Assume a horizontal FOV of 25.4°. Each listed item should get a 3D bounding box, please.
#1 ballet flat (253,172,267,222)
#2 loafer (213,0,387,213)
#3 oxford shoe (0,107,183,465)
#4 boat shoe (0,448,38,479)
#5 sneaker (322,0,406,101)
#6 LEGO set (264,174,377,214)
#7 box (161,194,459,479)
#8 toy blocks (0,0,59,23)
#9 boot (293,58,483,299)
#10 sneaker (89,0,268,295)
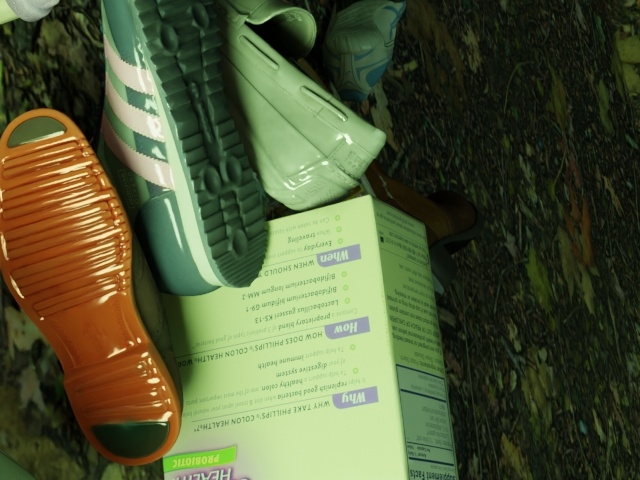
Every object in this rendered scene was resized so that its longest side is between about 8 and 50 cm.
[{"bbox_3d":[-0.098,-0.079,1.251,0.221,0.077,0.079,55,54,-33],"label":"ballet flat"},{"bbox_3d":[-0.054,-0.163,1.215,0.319,0.111,0.112,55,14,23],"label":"loafer"},{"bbox_3d":[-0.170,0.029,1.057,0.098,0.097,0.271,-81,158,-74],"label":"oxford shoe"},{"bbox_3d":[-0.234,0.157,0.839,0.114,0.091,0.302,37,-9,47],"label":"boat shoe"},{"bbox_3d":[0.050,-0.237,1.664,0.237,0.085,0.086,-67,163,-58],"label":"sneaker"},{"bbox_3d":[0.000,0.000,1.351,0.107,0.132,0.287,33,50,-62],"label":"LEGO set"},{"bbox_3d":[-0.016,0.110,1.167,0.117,0.214,0.243,25,55,-60],"label":"box"},{"bbox_3d":[-0.190,-0.331,0.977,0.309,0.260,0.288,37,45,-54],"label":"toy blocks"},{"bbox_3d":[0.046,-0.078,1.551,0.280,0.096,0.264,50,32,-7],"label":"boot"},{"bbox_3d":[-0.144,-0.109,1.110,0.112,0.131,0.319,-15,94,-58],"label":"sneaker"}]
